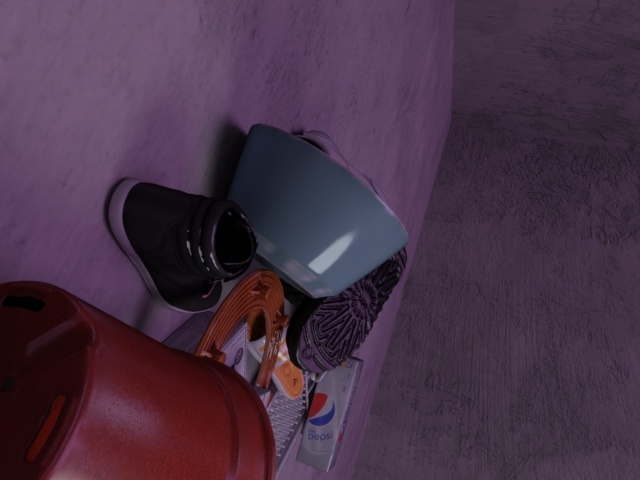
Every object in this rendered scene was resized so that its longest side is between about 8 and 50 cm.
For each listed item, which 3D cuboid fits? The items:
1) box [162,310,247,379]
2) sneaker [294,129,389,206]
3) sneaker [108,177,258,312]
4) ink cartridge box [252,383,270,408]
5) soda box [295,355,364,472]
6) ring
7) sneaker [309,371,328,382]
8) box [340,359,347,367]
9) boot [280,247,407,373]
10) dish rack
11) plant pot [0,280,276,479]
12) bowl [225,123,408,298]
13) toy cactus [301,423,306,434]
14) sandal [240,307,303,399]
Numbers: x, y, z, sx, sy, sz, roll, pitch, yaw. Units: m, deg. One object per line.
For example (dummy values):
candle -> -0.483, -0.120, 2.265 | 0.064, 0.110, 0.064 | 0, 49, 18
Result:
box -> -0.192, 0.278, 0.858 | 0.169, 0.087, 0.290 | -47, 145, -59
sneaker -> 0.031, -0.114, 1.078 | 0.094, 0.258, 0.091 | -51, 162, 30
sneaker -> -0.148, 0.035, 0.722 | 0.295, 0.147, 0.104 | 75, 30, -58
ink cartridge box -> -0.099, 0.242, 0.798 | 0.083, 0.028, 0.048 | 18, 88, -75
soda box -> 0.026, 0.436, 1.411 | 0.098, 0.091, 0.286 | 41, 65, -72
ring -> -0.117, 0.207, 0.814 | 0.336, 0.032, 0.336 | 15, 90, -76
sneaker -> 0.009, 0.237, 1.233 | 0.081, 0.080, 0.211 | -58, 154, -48
box -> 0.014, 0.184, 1.330 | 0.021, 0.164, 0.201 | -18, 123, -24
boot -> -0.008, 0.111, 1.088 | 0.348, 0.260, 0.131 | -45, 118, -36
dish rack -> -0.088, 0.378, 1.283 | 0.333, 0.072, 0.285 | -56, 153, -50
plant pot -> -0.211, 0.182, 0.482 | 0.265, 0.272, 0.272 | 63, 42, -53
bowl -> -0.032, -0.022, 0.870 | 0.163, 0.311, 0.311 | -55, 158, -8
toy cactus -> 0.006, 0.522, 1.660 | 0.180, 0.112, 0.219 | -48, 156, -40
sandal -> -0.071, 0.220, 1.101 | 0.265, 0.076, 0.102 | 63, 35, -32
